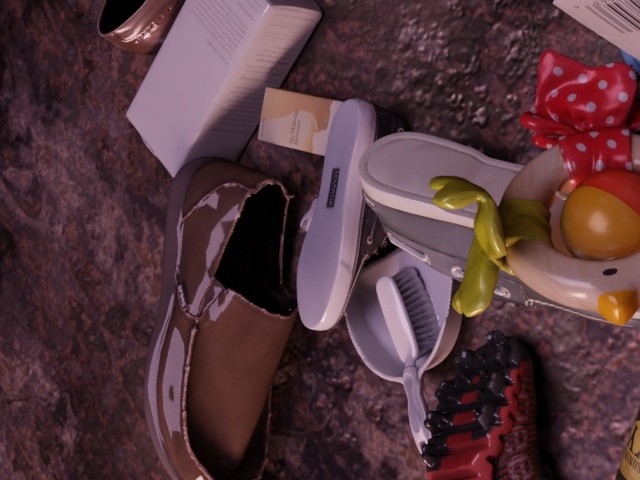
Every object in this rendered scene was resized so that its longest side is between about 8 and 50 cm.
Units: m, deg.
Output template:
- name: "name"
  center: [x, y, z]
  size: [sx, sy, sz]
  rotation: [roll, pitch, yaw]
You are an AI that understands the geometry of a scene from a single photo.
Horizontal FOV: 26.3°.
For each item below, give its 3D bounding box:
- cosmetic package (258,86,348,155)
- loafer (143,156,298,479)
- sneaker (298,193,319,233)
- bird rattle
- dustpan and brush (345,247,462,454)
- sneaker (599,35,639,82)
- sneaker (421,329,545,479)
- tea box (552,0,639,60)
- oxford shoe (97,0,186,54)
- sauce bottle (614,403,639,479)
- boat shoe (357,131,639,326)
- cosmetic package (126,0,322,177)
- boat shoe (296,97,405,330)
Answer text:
- name: "cosmetic package"
  center: [-0.008, -0.121, 1.405]
  size: [0.115, 0.041, 0.060]
  rotation: [15, 100, 42]
- name: "loafer"
  center: [-0.096, 0.091, 1.415]
  size: [0.130, 0.134, 0.366]
  rotation: [-3, 87, 46]
- name: "sneaker"
  center: [0.000, 0.000, 1.401]
  size: [0.069, 0.038, 0.098]
  rotation: [10, 87, 45]
- name: "bird rattle"
  center: [0.211, -0.027, 1.080]
  size: [0.207, 0.253, 0.143]
  rotation: [33, 147, 35]
- name: "dustpan and brush"
  center: [0.087, 0.103, 1.296]
  size: [0.147, 0.060, 0.211]
  rotation: [-31, 68, 39]
- name: "sneaker"
  center: [0.290, -0.156, 1.124]
  size: [0.162, 0.063, 0.073]
  rotation: [50, 138, 38]
- name: "sneaker"
  center: [0.156, 0.222, 1.208]
  size: [0.098, 0.135, 0.276]
  rotation: [-19, 52, 54]
- name: "tea box"
  center: [0.356, -0.295, 0.904]
  size: [0.329, 0.220, 0.323]
  rotation: [-2, 77, 40]
- name: "oxford shoe"
  center: [-0.143, -0.370, 1.473]
  size: [0.130, 0.133, 0.363]
  rotation: [28, 108, 41]
- name: "sauce bottle"
  center: [0.290, 0.187, 1.071]
  size: [0.111, 0.111, 0.344]
  rotation: [24, 106, 41]
- name: "boat shoe"
  center: [0.175, 0.002, 1.205]
  size: [0.319, 0.116, 0.099]
  rotation: [26, 147, 30]
- name: "cosmetic package"
  center: [-0.107, -0.188, 1.472]
  size: [0.117, 0.085, 0.231]
  rotation: [52, 124, 31]
- name: "boat shoe"
  center: [0.036, -0.022, 1.336]
  size: [0.080, 0.076, 0.228]
  rotation: [4, 84, 60]
